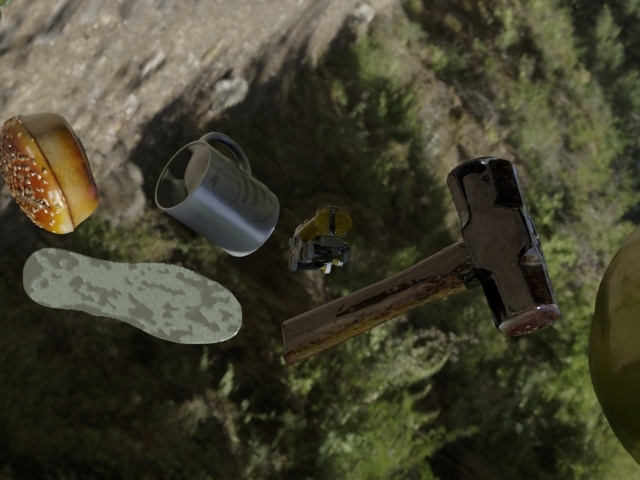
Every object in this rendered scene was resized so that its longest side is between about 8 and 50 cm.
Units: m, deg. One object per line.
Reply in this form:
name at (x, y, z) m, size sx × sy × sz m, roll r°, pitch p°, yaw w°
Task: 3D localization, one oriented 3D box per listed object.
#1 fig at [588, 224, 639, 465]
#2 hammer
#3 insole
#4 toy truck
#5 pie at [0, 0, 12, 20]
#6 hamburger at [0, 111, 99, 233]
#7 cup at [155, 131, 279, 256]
fig at (0.408, 0.113, 0.898) m, size 0.343 × 0.343 × 0.343 m, roll -55°, pitch -178°, yaw 3°
hammer at (0.120, 0.070, 1.346) m, size 0.408 × 0.243 × 0.095 m, roll -26°, pitch 152°, yaw 20°
insole at (-0.162, 0.047, 0.823) m, size 0.006 × 0.193 × 0.065 m, roll -144°, pitch -114°, yaw -90°
toy truck at (0.000, 0.000, 1.119) m, size 0.123 × 0.052 × 0.063 m, roll 145°, pitch -52°, yaw -71°
pie at (-0.318, -0.135, 0.597) m, size 0.296 × 0.078 × 0.371 m, roll -55°, pitch 172°, yaw -23°
hamburger at (-0.471, -0.116, 1.647) m, size 0.147 × 0.237 × 0.237 m, roll -24°, pitch 176°, yaw -11°
cup at (-0.121, -0.067, 1.203) m, size 0.099 × 0.133 × 0.136 m, roll 11°, pitch -110°, yaw 51°
